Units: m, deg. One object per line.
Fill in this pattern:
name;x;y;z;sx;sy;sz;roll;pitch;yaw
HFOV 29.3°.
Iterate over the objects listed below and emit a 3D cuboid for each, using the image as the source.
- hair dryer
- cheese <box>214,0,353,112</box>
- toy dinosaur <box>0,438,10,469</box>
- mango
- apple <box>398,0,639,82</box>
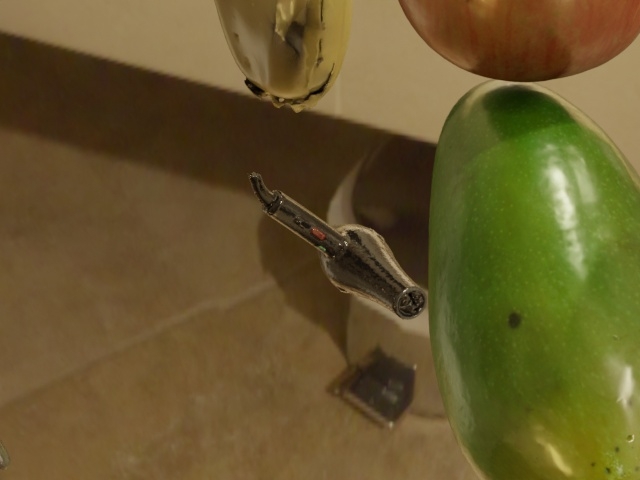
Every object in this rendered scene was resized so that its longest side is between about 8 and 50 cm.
hair dryer;0.000;0.000;1.558;0.091;0.272;0.235;-56;32;4
cheese;-0.056;-0.336;1.755;0.128;0.315;0.260;-19;28;-31
toy dinosaur;-0.232;-0.020;0.425;0.294;0.162;0.077;27;25;20
mango;0.177;0.043;0.956;0.201;0.225;0.381;-14;65;0
apple;0.157;-0.216;0.939;0.210;0.164;0.209;3;34;-2
